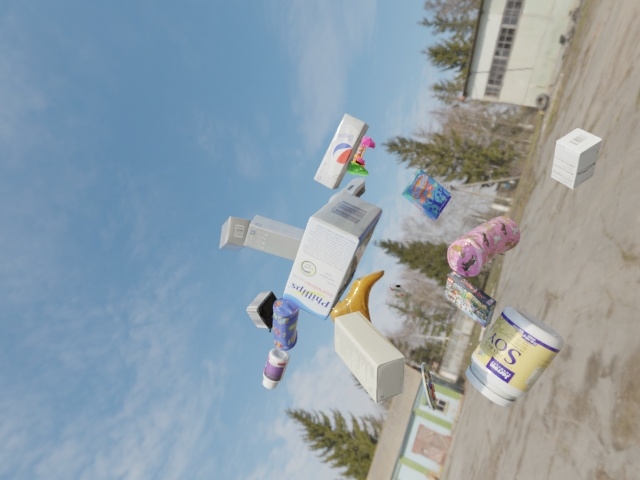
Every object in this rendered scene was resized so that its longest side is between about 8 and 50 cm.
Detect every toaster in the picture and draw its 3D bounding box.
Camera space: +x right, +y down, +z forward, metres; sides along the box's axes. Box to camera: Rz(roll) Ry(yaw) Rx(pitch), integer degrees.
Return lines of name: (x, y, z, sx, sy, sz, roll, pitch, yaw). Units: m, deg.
toaster: (-0.319, 0.413, 2.397, 0.186, 0.110, 0.168, -52, -58, -41)

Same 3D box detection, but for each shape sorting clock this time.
shape sorting clock: (0.488, 0.650, 1.845, 0.206, 0.040, 0.207, -12, -90, -74)

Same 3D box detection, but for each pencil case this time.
pencil case: (-0.164, 0.407, 2.006, 0.133, 0.119, 0.306, -24, -40, -29)
pencil case: (0.682, 0.021, 1.716, 0.386, 0.167, 0.160, -20, -10, -40)

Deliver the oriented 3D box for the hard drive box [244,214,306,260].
hard drive box: (-0.169, -0.010, 1.643, 0.181, 0.232, 0.089, -88, 16, -74)

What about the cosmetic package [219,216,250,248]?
cosmetic package: (-0.400, -0.025, 1.913, 0.238, 0.107, 0.127, 159, 118, -65)

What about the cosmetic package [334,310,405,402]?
cosmetic package: (0.166, 0.403, 1.473, 0.113, 0.309, 0.160, -12, -64, -22)

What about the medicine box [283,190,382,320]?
medicine box: (0.039, 0.037, 1.226, 0.263, 0.149, 0.290, -46, -21, -59)

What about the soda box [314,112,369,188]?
soda box: (0.083, -0.349, 1.642, 0.287, 0.091, 0.098, -63, -11, 14)

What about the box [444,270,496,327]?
box: (0.658, 0.259, 1.831, 0.044, 0.233, 0.159, -31, -42, -19)

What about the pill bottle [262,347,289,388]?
pill bottle: (-0.236, 0.669, 2.145, 0.108, 0.108, 0.194, -19, -50, -65)

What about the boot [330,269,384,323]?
boot: (0.181, 0.272, 1.756, 0.295, 0.211, 0.104, -28, -13, 7)

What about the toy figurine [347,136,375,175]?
toy figurine: (0.183, -0.388, 1.857, 0.159, 0.130, 0.173, -63, 14, -6)

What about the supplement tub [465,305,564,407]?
supplement tub: (0.747, 0.450, 1.613, 0.332, 0.241, 0.241, -61, -19, 13)

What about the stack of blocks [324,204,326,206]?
stack of blocks: (0.000, 0.000, 1.796, 0.171, 0.087, 0.297, -103, 38, -80)

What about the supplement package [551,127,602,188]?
supplement package: (0.951, -0.304, 1.541, 0.105, 0.105, 0.179, -32, -43, -6)

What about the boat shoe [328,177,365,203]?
boat shoe: (0.154, -0.232, 2.272, 0.306, 0.113, 0.105, -49, -46, -41)

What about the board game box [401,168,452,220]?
board game box: (0.522, -0.224, 2.024, 0.160, 0.210, 0.047, -54, 5, -17)

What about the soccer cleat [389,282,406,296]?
soccer cleat: (0.301, 0.186, 1.571, 0.035, 0.083, 0.029, -46, 27, 27)
